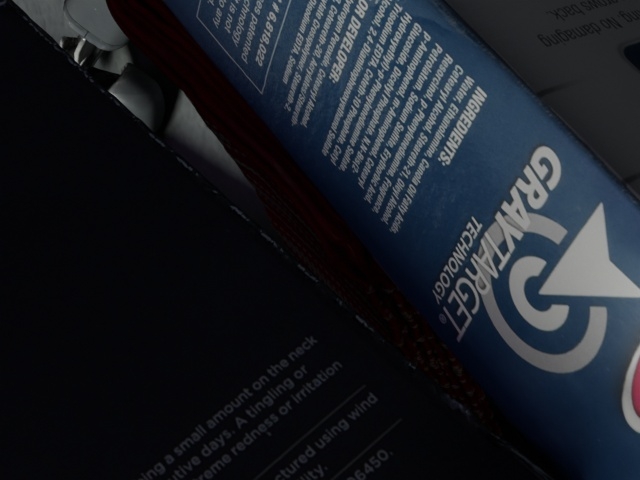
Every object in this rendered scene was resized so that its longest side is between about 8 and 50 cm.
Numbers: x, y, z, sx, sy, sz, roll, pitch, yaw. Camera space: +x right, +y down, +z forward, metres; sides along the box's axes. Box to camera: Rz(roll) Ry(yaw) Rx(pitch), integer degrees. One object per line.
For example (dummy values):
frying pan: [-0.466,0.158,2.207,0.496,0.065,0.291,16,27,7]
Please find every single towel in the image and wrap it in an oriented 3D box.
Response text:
towel: [0.000,0.000,0.602,0.199,0.031,0.275,49,175,30]

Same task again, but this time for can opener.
can opener: [-0.101,-0.140,0.780,0.095,0.076,0.283,37,147,-11]

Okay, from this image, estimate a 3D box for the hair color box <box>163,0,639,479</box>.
hair color box: [0.095,-0.047,0.439,0.347,0.174,0.105,51,141,24]

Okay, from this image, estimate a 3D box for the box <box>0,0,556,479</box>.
box: [-0.081,0.119,0.556,0.312,0.179,0.343,42,161,26]
